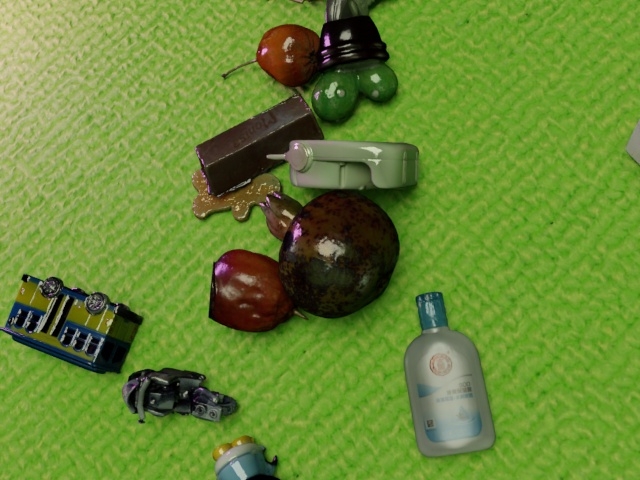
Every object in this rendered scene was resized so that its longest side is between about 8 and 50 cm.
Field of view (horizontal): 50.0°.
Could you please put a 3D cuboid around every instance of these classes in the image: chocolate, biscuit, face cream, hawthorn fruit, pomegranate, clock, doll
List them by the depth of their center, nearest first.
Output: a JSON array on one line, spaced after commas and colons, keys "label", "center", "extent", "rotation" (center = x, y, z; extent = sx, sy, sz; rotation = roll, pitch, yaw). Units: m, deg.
[{"label": "doll", "center": [-0.122, 0.559, 1.421], "extent": [0.177, 0.141, 0.314], "rotation": [-16, 53, -24]}, {"label": "face cream", "center": [0.259, 0.276, 1.448], "extent": [0.163, 0.080, 0.337], "rotation": [-11, 71, 10]}, {"label": "pomegranate", "center": [0.000, 0.000, 1.483], "extent": [0.340, 0.285, 0.285], "rotation": [34, 83, 24]}, {"label": "hawthorn fruit", "center": [-0.141, 0.122, 1.535], "extent": [0.251, 0.189, 0.190], "rotation": [18, 78, 14]}, {"label": "clock", "center": [0.051, -0.172, 1.553], "extent": [0.324, 0.265, 0.109], "rotation": [4, 99, 21]}, {"label": "chocolate", "center": [-0.157, -0.235, 1.667], "extent": [0.321, 0.112, 0.112], "rotation": [-28, 60, -5]}, {"label": "biscuit", "center": [-0.209, -0.118, 1.707], "extent": [0.234, 0.030, 0.153], "rotation": [-6, 73, 11]}, {"label": "hawthorn fruit", "center": [-0.129, -0.466, 1.763], "extent": [0.285, 0.165, 0.165], "rotation": [0, 71, 37]}]

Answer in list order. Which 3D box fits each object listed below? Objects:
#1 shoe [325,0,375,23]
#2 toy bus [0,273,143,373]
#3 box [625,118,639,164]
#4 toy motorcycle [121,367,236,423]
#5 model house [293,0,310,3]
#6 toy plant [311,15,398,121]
[{"label": "shoe", "center": [0.122, -0.644, 1.750], "extent": [0.149, 0.109, 0.293], "rotation": [13, 72, 22]}, {"label": "toy bus", "center": [-0.595, 0.197, 1.642], "extent": [0.287, 0.138, 0.175], "rotation": [16, 76, 17]}, {"label": "box", "center": [0.800, -0.270, 1.428], "extent": [0.274, 0.203, 0.116], "rotation": [-35, 70, 0]}, {"label": "toy motorcycle", "center": [-0.327, 0.348, 1.525], "extent": [0.270, 0.159, 0.106], "rotation": [12, 97, 18]}, {"label": "model house", "center": [-0.069, -0.748, 1.769], "extent": [0.326, 0.244, 0.169], "rotation": [10, 69, 50]}, {"label": "toy plant", "center": [0.074, -0.415, 1.670], "extent": [0.218, 0.175, 0.235], "rotation": [-10, 95, 1]}]
